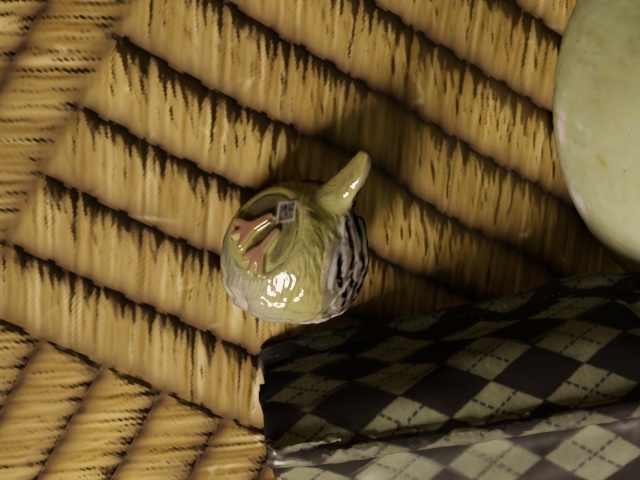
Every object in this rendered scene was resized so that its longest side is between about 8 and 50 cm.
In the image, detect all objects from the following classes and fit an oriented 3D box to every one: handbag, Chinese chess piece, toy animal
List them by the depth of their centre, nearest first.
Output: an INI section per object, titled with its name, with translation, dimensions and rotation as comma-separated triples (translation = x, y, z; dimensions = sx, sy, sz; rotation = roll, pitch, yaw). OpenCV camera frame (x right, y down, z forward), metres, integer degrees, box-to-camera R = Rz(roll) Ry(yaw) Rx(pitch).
[toy animal]
translation = 0.000, 0.000, 0.788
dimensions = 0.137, 0.098, 0.098
rotation = -40, 122, 16
[Chinese chess piece]
translation = 0.341, -0.107, 0.872
dimensions = 0.349, 0.146, 0.349
rotation = -8, 112, -21
[handbag]
translation = 0.124, 0.251, 0.891
dimensions = 0.317, 0.180, 0.416
rotation = -12, 120, 1
